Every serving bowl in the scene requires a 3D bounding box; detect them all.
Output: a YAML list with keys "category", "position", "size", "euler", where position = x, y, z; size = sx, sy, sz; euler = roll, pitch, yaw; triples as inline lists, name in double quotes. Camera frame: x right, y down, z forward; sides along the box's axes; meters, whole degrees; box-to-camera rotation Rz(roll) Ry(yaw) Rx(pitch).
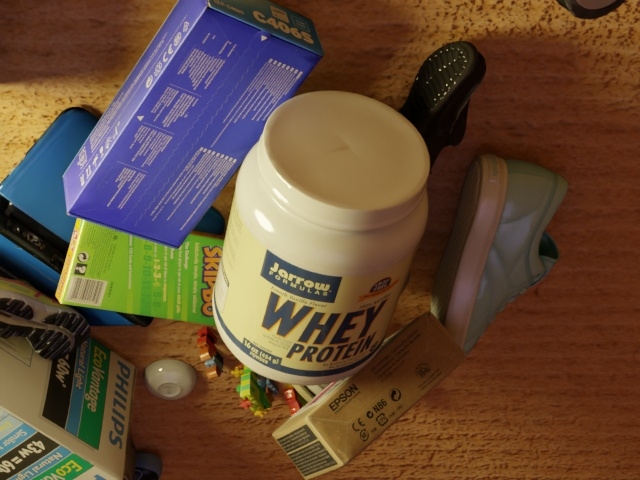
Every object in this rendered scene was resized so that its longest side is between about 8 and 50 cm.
- category: "serving bowl"
  position: [-0.230, 0.218, 2.086]
  size: [0.083, 0.027, 0.083]
  euler: [-1, 135, -1]

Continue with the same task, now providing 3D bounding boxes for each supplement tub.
- category: "supplement tub"
  position: [0.000, 0.000, 1.687]
  size: [0.235, 0.235, 0.325]
  euler: [7, 137, -8]

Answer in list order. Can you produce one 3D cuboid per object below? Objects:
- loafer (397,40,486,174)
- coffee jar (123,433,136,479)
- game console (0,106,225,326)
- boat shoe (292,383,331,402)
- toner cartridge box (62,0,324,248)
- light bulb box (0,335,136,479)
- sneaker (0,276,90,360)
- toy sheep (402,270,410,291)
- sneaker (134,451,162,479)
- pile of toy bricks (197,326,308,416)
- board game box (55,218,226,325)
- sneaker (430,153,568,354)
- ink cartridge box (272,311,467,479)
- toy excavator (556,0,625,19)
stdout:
- category: "loafer"
  position: [0.149, -0.161, 1.703]
  size: [0.078, 0.080, 0.220]
  euler: [11, 139, -25]
- category: "coffee jar"
  position: [-0.391, 0.360, 2.172]
  size: [0.184, 0.096, 0.079]
  euler: [-15, 136, 12]
- category: "game console"
  position: [-0.327, -0.024, 1.848]
  size: [0.250, 0.173, 0.293]
  euler: [-4, 144, 49]
- category: "boat shoe"
  position: [-0.003, 0.152, 1.970]
  size: [0.103, 0.113, 0.302]
  euler: [-29, 132, 23]
- category: "toner cartridge box"
  position: [-0.161, -0.149, 1.660]
  size: [0.165, 0.075, 0.348]
  euler: [19, 126, -32]
- category: "light bulb box"
  position: [-0.520, 0.253, 1.973]
  size: [0.358, 0.225, 0.361]
  euler: [-33, 126, 27]
- category: "sneaker"
  position: [-0.398, 0.094, 1.872]
  size: [0.081, 0.094, 0.208]
  euler: [-45, 142, 6]
- category: "toy sheep"
  position: [0.074, 0.050, 1.896]
  size: [0.091, 0.091, 0.132]
  euler: [24, 143, -23]
- category: "sneaker"
  position: [-0.347, 0.434, 2.249]
  size: [0.081, 0.090, 0.232]
  euler: [35, 125, -30]
- category: "pile of toy bricks"
  position: [-0.101, 0.210, 2.028]
  size: [0.118, 0.105, 0.212]
  euler: [-21, 131, 18]
- category: "board game box"
  position: [-0.212, 0.041, 1.817]
  size: [0.259, 0.039, 0.124]
  euler: [11, 104, -27]
- category: "sneaker"
  position: [0.245, 0.047, 1.861]
  size: [0.150, 0.135, 0.366]
  euler: [8, 135, -5]
- category: "ink cartridge box"
  position: [0.063, 0.214, 1.857]
  size: [0.088, 0.235, 0.193]
  euler: [51, 158, 1]
- category: "toy excavator"
  position: [0.214, -0.495, 1.279]
  size: [0.433, 0.222, 0.445]
  euler: [18, 113, -40]
